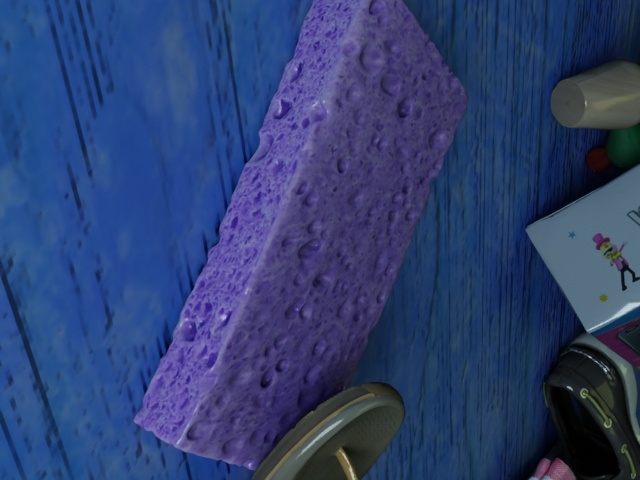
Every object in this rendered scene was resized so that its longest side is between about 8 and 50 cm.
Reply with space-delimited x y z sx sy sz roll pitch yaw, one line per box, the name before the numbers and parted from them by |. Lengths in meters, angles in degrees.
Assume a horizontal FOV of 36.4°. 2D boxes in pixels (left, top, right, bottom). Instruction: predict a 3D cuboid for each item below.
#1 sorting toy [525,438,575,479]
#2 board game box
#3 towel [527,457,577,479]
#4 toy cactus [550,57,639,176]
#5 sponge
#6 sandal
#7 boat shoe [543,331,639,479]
sorting toy | 0.197 0.295 0.908 0.208 0.038 0.192 -14 117 -56
board game box | 0.320 0.010 0.772 0.224 0.097 0.303 -33 151 17
towel | 0.169 0.288 0.810 0.197 0.029 0.144 -52 131 -11
toy cactus | 0.242 -0.120 0.713 0.181 0.112 0.219 -12 145 -31
sponge | 0.000 0.000 0.436 0.117 0.031 0.210 35 76 -58
sandal | -0.012 0.141 0.430 0.180 0.049 0.072 -56 149 7
boat shoe | 0.256 0.192 0.889 0.069 0.081 0.227 -37 118 -27
